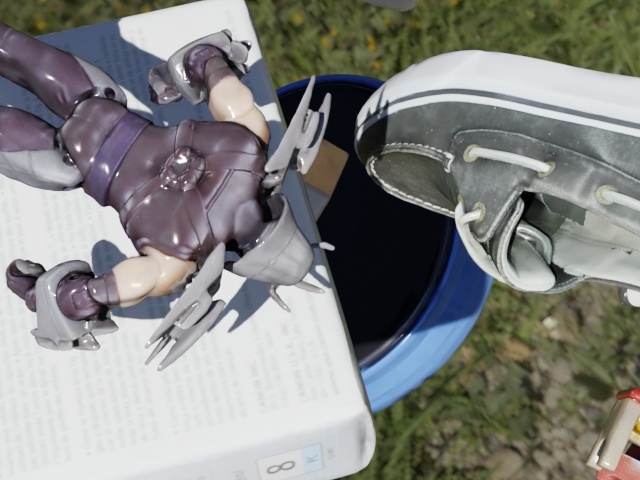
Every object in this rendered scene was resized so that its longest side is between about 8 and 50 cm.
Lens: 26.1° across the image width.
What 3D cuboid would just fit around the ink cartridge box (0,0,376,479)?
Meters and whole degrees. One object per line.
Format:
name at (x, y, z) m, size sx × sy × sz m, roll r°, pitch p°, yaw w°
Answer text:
ink cartridge box at (-0.191, 0.030, 0.815) m, size 0.385 × 0.091 × 0.308 m, roll -14°, pitch 59°, yaw -4°

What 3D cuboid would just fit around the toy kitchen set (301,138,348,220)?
toy kitchen set at (-0.101, -0.019, 1.260) m, size 0.207 × 0.166 × 0.122 m, roll -59°, pitch 4°, yaw 23°

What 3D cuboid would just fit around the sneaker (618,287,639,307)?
sneaker at (0.331, 0.039, 1.286) m, size 0.109 × 0.040 × 0.044 m, roll -13°, pitch 11°, yaw -10°

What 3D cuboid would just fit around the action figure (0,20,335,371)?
action figure at (-0.117, -0.051, 0.672) m, size 0.285 × 0.099 × 0.185 m, roll 31°, pitch 58°, yaw -3°

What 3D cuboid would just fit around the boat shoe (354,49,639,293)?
boat shoe at (0.130, -0.030, 0.807) m, size 0.335 × 0.121 × 0.119 m, roll 8°, pitch 61°, yaw 49°

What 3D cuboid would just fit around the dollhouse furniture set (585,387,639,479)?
dollhouse furniture set at (0.420, 0.222, 1.204) m, size 0.374 × 0.201 × 0.152 m, roll 29°, pitch 81°, yaw 5°

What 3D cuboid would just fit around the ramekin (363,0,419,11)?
ramekin at (0.041, -0.424, 1.902) m, size 0.277 × 0.277 × 0.135 m, roll 40°, pitch 113°, yaw 42°

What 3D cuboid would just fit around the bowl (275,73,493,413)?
bowl at (0.000, 0.000, 1.494) m, size 0.391 × 0.077 × 0.391 m, roll -11°, pitch 68°, yaw 27°
